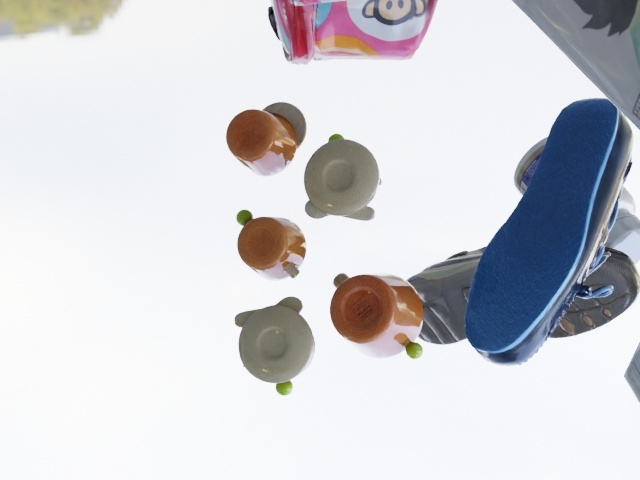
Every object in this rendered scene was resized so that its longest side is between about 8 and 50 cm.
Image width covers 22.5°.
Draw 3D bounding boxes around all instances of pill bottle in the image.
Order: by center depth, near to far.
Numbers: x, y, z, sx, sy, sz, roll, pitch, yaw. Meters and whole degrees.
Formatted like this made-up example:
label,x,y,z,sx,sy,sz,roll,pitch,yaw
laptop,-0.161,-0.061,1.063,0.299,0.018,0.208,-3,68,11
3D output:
label,x,y,z,sx,sy,sz,roll,pitch,yaw
pill bottle,0.347,-0.045,2.109,0.112,0.112,0.186,-12,-132,-29

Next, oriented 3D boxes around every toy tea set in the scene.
label,x,y,z,sx,sy,sz,roll,pitch,yaw
toy tea set,0.000,0.000,1.799,0.200,0.336,0.124,-11,168,16

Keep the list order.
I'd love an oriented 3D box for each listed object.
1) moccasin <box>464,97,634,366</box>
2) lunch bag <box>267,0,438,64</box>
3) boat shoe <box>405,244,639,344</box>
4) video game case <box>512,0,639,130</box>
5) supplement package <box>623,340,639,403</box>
label,x,y,z,sx,sy,sz,roll,pitch,yaw
moccasin,0.279,0.002,1.779,0.138,0.117,0.342,14,-115,41
lunch bag,0.011,-0.286,1.040,0.120,0.293,0.258,-4,-142,-3
boat shoe,0.263,0.046,2.119,0.355,0.132,0.130,-6,-152,38
video game case,0.252,-0.265,1.184,0.036,0.329,0.300,-7,-138,-29
supplement package,0.512,0.142,1.972,0.194,0.203,0.149,-14,-126,-19
